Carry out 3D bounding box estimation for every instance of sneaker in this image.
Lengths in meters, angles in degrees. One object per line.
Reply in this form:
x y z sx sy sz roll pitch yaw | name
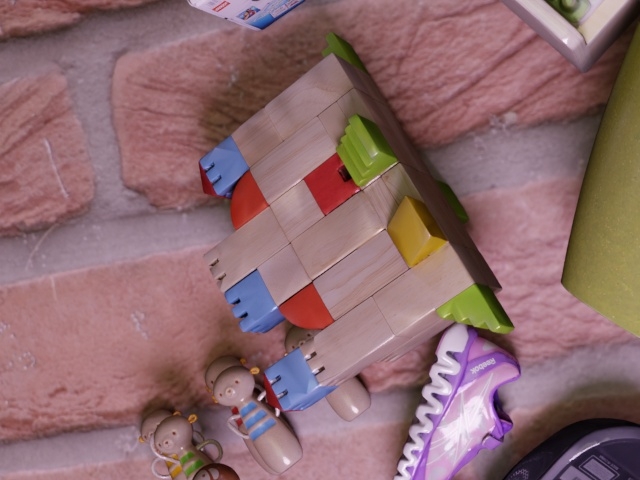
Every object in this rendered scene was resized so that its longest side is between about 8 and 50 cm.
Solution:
0.148 0.207 1.115 0.105 0.095 0.236 20 98 7 | sneaker

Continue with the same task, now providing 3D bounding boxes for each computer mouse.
0.238 0.268 1.088 0.272 0.072 0.188 -41 111 18 | computer mouse

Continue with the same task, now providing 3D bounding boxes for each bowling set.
-0.100 0.202 1.138 0.287 0.200 0.154 -39 80 11 | bowling set

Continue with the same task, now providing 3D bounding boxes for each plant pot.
0.351 -0.050 0.933 0.275 0.275 0.293 32 100 13 | plant pot

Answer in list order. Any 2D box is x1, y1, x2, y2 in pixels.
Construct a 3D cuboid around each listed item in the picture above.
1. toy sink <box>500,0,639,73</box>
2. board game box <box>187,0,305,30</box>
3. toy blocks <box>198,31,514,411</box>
0.234 -0.266 0.983 0.153 0.234 0.131 44 104 11 | toy sink
0.014 -0.329 1.068 0.305 0.193 0.053 -31 85 16 | board game box
0.000 0.000 1.101 0.261 0.191 0.381 -36 69 19 | toy blocks
